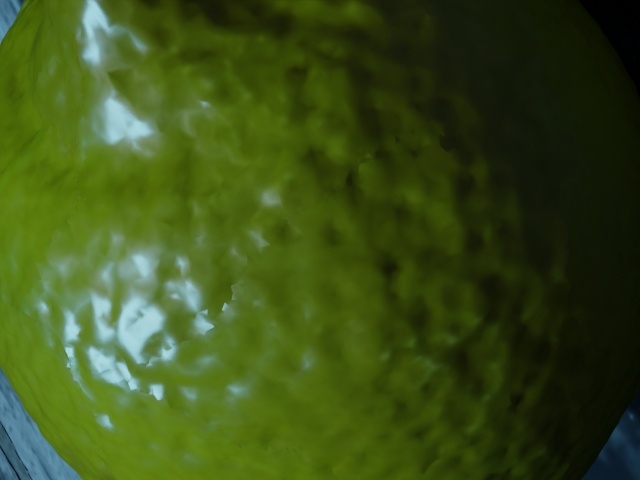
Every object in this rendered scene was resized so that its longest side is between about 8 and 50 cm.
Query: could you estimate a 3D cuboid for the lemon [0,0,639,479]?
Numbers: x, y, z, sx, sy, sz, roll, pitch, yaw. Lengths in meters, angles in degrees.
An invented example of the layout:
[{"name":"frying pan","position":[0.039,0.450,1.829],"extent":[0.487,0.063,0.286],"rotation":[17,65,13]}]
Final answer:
[{"name":"lemon","position":[0.000,0.000,0.406],"extent":[0.187,0.187,0.244],"rotation":[40,174,38]}]
